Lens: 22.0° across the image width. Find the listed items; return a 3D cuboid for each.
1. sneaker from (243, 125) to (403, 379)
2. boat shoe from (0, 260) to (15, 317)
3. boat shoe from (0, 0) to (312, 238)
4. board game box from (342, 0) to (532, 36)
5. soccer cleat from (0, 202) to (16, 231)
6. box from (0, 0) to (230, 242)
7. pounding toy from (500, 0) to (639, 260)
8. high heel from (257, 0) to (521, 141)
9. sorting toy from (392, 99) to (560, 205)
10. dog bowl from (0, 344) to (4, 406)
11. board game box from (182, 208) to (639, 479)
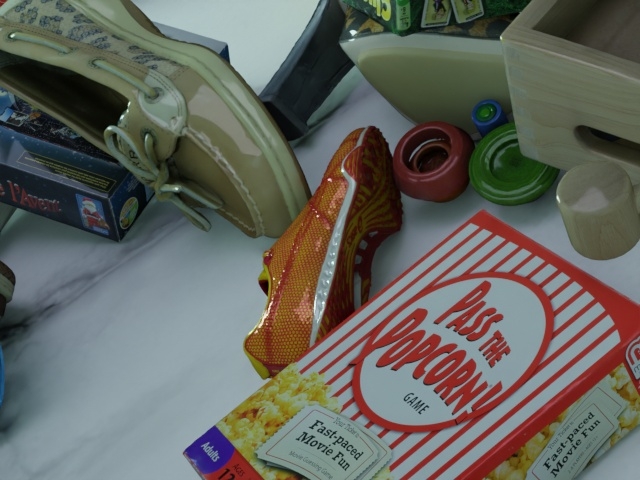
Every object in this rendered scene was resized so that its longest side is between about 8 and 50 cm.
[{"bbox_3d":[0.000,0.000,0.889,0.067,0.064,0.175,-8,39,29],"label":"sneaker"},{"bbox_3d":[-0.306,0.062,1.062,0.257,0.095,0.095,-8,61,32],"label":"boat shoe"},{"bbox_3d":[-0.111,-0.074,1.006,0.089,0.104,0.285,-35,48,-20],"label":"boat shoe"},{"bbox_3d":[0.131,-0.167,0.939,0.260,0.030,0.136,-13,29,-19],"label":"board game box"},{"bbox_3d":[-0.228,-0.048,1.146,0.076,0.068,0.196,-21,30,28],"label":"soccer cleat"},{"bbox_3d":[-0.199,-0.100,1.123,0.233,0.044,0.159,18,53,19],"label":"box"},{"bbox_3d":[0.177,-0.052,0.783,0.181,0.094,0.206,24,59,33],"label":"pounding toy"},{"bbox_3d":[0.082,-0.149,0.992,0.261,0.093,0.186,-3,46,49],"label":"high heel"},{"bbox_3d":[0.090,-0.040,0.899,0.102,0.042,0.061,9,65,31],"label":"sorting toy"},{"bbox_3d":[-0.324,0.075,0.959,0.297,0.166,0.074,-15,22,6],"label":"dog bowl"},{"bbox_3d":[0.049,0.081,0.755,0.193,0.045,0.147,-39,33,-10],"label":"board game box"}]
